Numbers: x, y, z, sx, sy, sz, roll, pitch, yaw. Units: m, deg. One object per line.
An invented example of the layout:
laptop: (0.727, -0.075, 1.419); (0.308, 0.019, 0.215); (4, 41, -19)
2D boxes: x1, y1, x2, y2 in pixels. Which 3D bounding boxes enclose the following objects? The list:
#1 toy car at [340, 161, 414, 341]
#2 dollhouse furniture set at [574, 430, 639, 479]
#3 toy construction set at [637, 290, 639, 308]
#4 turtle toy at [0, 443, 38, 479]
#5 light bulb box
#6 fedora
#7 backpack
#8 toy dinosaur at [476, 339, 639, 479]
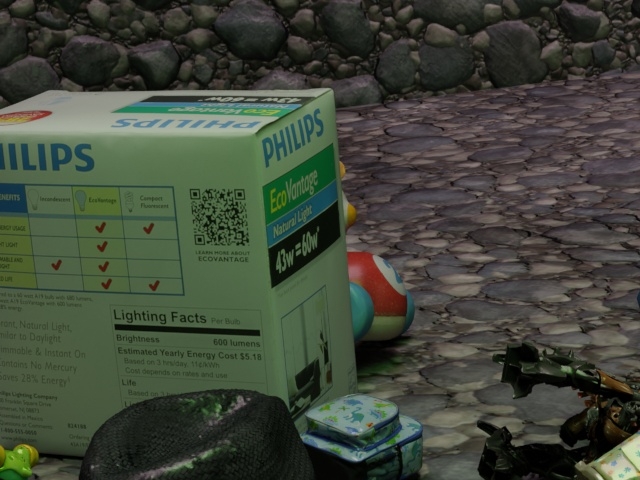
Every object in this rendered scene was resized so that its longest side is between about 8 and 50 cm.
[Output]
toy car: (0.000, 0.000, 2.086); (0.210, 0.238, 0.219); (1, -1, 18)
dollhouse furniture set: (0.272, 0.244, 1.422); (0.182, 0.101, 0.161); (-32, 48, -10)
toy construction set: (0.516, -0.005, 2.052); (0.308, 0.237, 0.257); (-4, 15, -1)
turtle toy: (-0.344, 0.234, 1.743); (0.130, 0.066, 0.095); (-2, -8, 19)
light bulb box: (-0.169, 0.032, 1.878); (0.358, 0.361, 0.225); (2, 17, 21)
fedora: (-0.106, 0.224, 1.549); (0.334, 0.153, 0.334); (-4, 16, 1)
backpack: (0.043, 0.199, 1.729); (0.114, 0.084, 0.105); (-15, 20, -42)
toy dinosaur: (0.268, 0.189, 1.674); (0.218, 0.164, 0.322); (8, -5, -7)
